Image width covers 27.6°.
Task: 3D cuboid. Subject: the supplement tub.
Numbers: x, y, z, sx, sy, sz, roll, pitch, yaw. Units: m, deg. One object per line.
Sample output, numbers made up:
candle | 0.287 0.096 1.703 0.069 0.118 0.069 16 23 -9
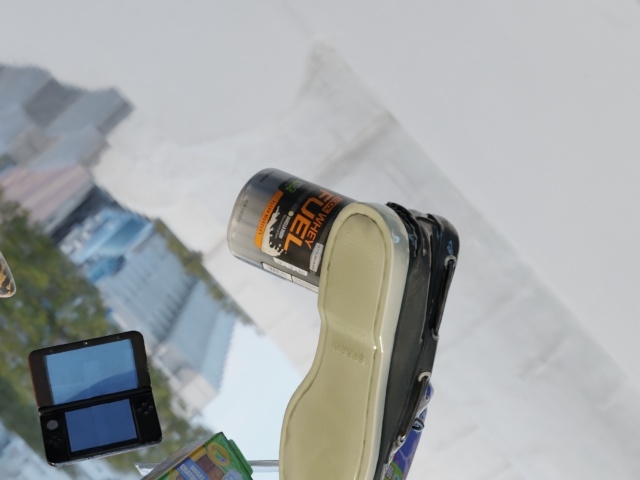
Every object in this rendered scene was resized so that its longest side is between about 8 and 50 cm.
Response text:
supplement tub | 0.000 0.000 1.474 0.117 0.190 0.117 -48 150 -39

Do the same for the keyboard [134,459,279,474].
keyboard | -0.170 0.368 2.118 0.256 0.014 0.072 -1 162 2

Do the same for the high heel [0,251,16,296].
high heel | -0.431 0.057 1.418 0.093 0.261 0.186 -27 -130 23

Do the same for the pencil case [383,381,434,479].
pencil case | 0.077 0.320 1.962 0.119 0.133 0.306 -9 -134 37

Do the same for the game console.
game console | -0.275 0.193 1.595 0.144 0.124 0.085 -11 138 -11

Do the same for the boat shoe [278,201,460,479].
boat shoe | 0.049 0.126 1.157 0.113 0.340 0.127 -5 -160 -37

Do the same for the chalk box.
chalk box | -0.183 0.380 1.962 0.213 0.132 0.132 -36 -176 -36
